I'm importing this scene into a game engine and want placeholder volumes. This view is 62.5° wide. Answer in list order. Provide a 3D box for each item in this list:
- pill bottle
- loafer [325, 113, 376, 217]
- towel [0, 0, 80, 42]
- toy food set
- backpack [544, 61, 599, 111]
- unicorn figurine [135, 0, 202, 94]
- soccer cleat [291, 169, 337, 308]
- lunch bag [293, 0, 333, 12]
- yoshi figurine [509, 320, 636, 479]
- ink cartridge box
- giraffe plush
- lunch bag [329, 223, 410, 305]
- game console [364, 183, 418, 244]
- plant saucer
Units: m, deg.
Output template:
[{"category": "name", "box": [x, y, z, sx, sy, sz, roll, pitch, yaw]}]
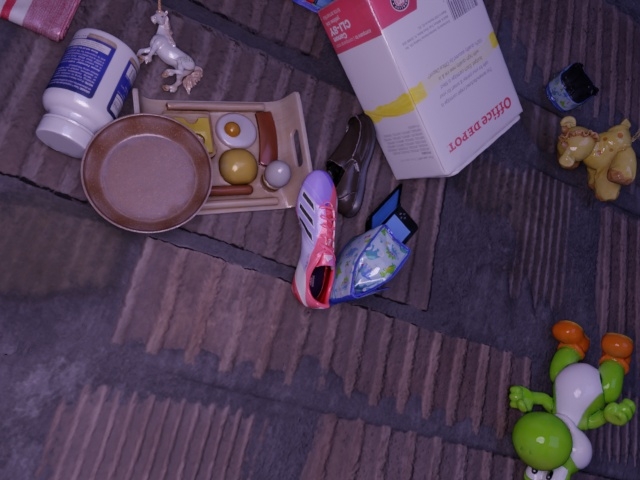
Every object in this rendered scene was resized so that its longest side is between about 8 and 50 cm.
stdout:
[{"category": "pill bottle", "box": [-0.379, -0.234, 0.855, 0.112, 0.112, 0.186, 23, 70, -18]}, {"category": "loafer", "box": [0.054, -0.157, 1.044, 0.078, 0.080, 0.220, 15, 73, -21]}, {"category": "towel", "box": [-0.560, -0.496, 0.881, 0.329, 0.037, 0.237, 19, 73, -17]}, {"category": "toy food set", "box": [-0.168, -0.165, 0.942, 0.306, 0.092, 0.219, -5, 80, -25]}, {"category": "backpack", "box": [0.630, -0.383, 1.347, 0.114, 0.084, 0.105, -35, 93, -31]}, {"category": "unicorn figurine", "box": [-0.281, -0.345, 0.960, 0.162, 0.060, 0.111, 48, 57, -23]}, {"category": "soccer cleat", "box": [0.000, 0.000, 0.940, 0.083, 0.095, 0.247, 4, 97, -30]}, {"category": "lunch bag", "box": [0.088, -0.572, 1.149, 0.293, 0.138, 0.220, 23, 70, -31]}, {"category": "yoshi figurine", "box": [0.503, 0.335, 1.079, 0.203, 0.203, 0.362, 31, 69, 3]}, {"category": "ink cartridge box", "box": [0.211, -0.352, 1.063, 0.279, 0.160, 0.384, -38, 111, -26]}, {"category": "giraffe plush", "box": [0.656, -0.213, 1.286, 0.171, 0.210, 0.181, 8, 41, 2]}, {"category": "lunch bag", "box": [0.076, 0.058, 0.978, 0.096, 0.129, 0.151, 46, 64, -7]}, {"category": "game console", "box": [0.146, -0.032, 1.061, 0.107, 0.071, 0.122, 48, 65, -7]}, {"category": "plant saucer", "box": [-0.274, -0.105, 0.845, 0.199, 0.036, 0.198, 3, 78, -14]}]
